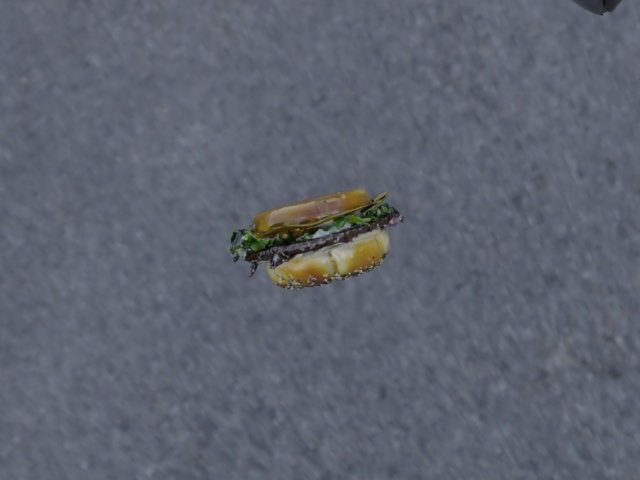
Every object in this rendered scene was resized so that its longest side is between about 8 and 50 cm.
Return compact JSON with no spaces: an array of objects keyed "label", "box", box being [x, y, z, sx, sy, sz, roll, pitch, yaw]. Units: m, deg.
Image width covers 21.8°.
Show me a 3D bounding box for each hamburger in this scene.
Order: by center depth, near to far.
[{"label":"hamburger","box":[-0.004,0.001,1.788,0.189,0.164,0.093,-13,93,-4]}]

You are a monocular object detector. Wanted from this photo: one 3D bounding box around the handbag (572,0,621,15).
[{"label":"handbag","box":[0.242,-0.295,1.115,0.113,0.257,0.285,39,96,11]}]
